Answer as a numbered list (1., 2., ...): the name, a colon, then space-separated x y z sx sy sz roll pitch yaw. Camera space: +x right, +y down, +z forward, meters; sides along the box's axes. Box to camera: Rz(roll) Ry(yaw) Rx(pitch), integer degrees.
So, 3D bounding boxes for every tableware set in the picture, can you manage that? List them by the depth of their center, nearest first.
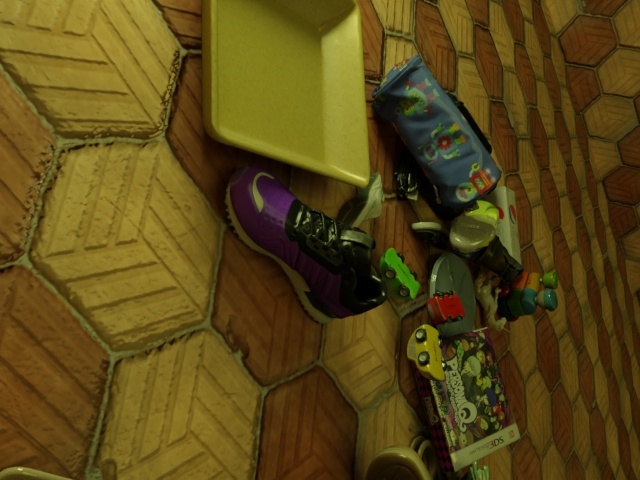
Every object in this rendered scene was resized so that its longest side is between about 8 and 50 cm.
1. tableware set: 0.228 0.422 1.047 0.194 0.039 0.128 26 62 -47

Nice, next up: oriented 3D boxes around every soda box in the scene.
1. soda box: 0.478 -0.029 1.454 0.073 0.069 0.216 12 72 -51

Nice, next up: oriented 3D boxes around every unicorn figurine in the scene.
1. unicorn figurine: 0.416 0.149 1.350 0.162 0.060 0.111 45 47 -15

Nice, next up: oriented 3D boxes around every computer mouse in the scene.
1. computer mouse: 0.259 -0.130 1.189 0.272 0.072 0.189 31 58 -45

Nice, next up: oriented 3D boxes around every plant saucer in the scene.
1. plant saucer: -0.056 -0.255 0.801 0.332 0.080 0.333 11 74 -51

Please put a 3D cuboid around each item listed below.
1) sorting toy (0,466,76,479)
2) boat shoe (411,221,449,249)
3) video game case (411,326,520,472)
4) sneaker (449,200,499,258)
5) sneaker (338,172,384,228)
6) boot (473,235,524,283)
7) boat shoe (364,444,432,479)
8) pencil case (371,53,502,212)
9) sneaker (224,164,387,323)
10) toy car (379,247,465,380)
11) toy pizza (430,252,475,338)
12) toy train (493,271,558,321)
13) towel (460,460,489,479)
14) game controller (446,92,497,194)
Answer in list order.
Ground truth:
1. sorting toy: -0.236 0.320 0.473 0.193 0.038 0.208 41 56 -40
2. boat shoe: 0.235 -0.009 1.150 0.142 0.049 0.040 15 71 -53
3. video game case: 0.284 0.302 1.076 0.210 0.041 0.232 -5 75 -38
4. sneaker: 0.326 0.004 1.195 0.240 0.091 0.126 -33 144 -53
5. sneaker: 0.080 -0.056 0.954 0.061 0.053 0.152 62 40 -26
6. boot: 0.429 0.049 1.297 0.106 0.082 0.219 41 17 16
7. boat shoe: 0.149 0.454 0.882 0.110 0.121 0.341 -43 127 -56
8. pencil case: 0.218 -0.199 1.060 0.306 0.133 0.119 53 10 -7
9. sneaker: 0.000 0.000 0.759 0.293 0.146 0.102 51 45 -33
10. toy car: 0.170 0.114 1.008 0.225 0.053 0.239 53 36 -11
11. toy pizza: 0.279 0.127 1.188 0.201 0.032 0.202 13 73 -49
12. toy train: 0.567 0.107 1.476 0.248 0.143 0.105 -52 122 -44
13. towel: 0.251 0.575 0.963 0.248 0.038 0.325 80 20 -58
14. game controller: 0.348 -0.219 1.296 0.319 0.067 0.167 24 60 -56
